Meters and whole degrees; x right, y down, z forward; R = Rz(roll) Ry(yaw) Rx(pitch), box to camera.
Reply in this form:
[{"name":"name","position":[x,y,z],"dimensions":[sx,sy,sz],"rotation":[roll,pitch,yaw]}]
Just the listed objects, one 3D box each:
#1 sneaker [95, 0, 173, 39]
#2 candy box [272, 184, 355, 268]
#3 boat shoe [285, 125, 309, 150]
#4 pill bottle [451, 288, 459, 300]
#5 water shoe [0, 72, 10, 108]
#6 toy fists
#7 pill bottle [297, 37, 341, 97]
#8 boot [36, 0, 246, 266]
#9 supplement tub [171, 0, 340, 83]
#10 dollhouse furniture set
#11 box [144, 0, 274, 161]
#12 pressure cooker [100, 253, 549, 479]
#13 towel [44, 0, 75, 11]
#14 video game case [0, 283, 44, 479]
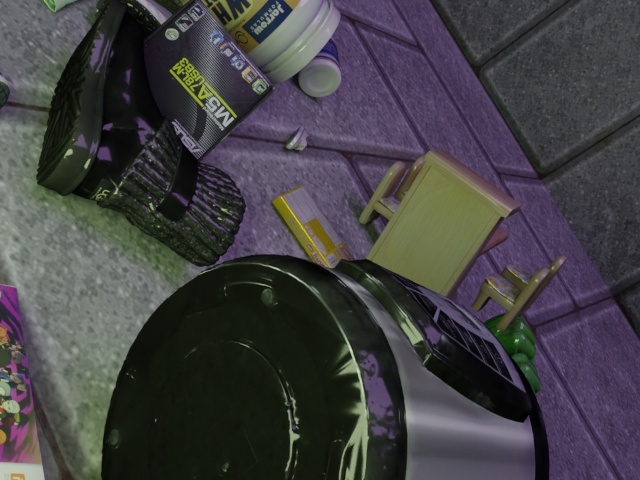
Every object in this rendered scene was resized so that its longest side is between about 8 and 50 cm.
[{"name":"sneaker","position":[-0.238,-0.313,1.342],"dimensions":[0.271,0.100,0.108],"rotation":[44,23,-20]},{"name":"candy box","position":[0.000,0.000,1.441],"dimensions":[0.206,0.027,0.105],"rotation":[56,23,1]},{"name":"boat shoe","position":[-0.041,-0.192,1.590],"dimensions":[0.035,0.035,0.100],"rotation":[46,21,-11]},{"name":"pill bottle","position":[0.254,0.072,1.726],"dimensions":[0.067,0.067,0.120],"rotation":[40,31,-27]},{"name":"water shoe","position":[-0.450,-0.194,0.912],"dimensions":[0.080,0.073,0.203],"rotation":[45,15,32]},{"name":"toy fists","position":[0.361,0.250,1.612],"dimensions":[0.096,0.142,0.279],"rotation":[45,29,-18]},{"name":"pill bottle","position":[-0.006,-0.402,1.816],"dimensions":[0.094,0.094,0.169],"rotation":[35,33,-34]},{"name":"boot","position":[-0.228,-0.146,1.118],"dimensions":[0.260,0.131,0.348],"rotation":[26,48,-32]},{"name":"supplement tub","position":[-0.137,-0.470,1.534],"dimensions":[0.316,0.228,0.228],"rotation":[41,30,-25]},{"name":"dollhouse furniture set","position":[0.272,-0.034,1.544],"dimensions":[0.362,0.256,0.394],"rotation":[39,26,17]},{"name":"box","position":[-0.197,-0.243,1.260],"dimensions":[0.184,0.045,0.191],"rotation":[-46,104,-19]},{"name":"pressure cooker","position":[0.030,0.222,0.878],"dimensions":[0.420,0.375,0.370],"rotation":[22,66,-48]},{"name":"towel","position":[-0.387,-0.526,1.289],"dimensions":[0.248,0.038,0.325],"rotation":[60,35,-21]},{"name":"video game case","position":[-0.347,0.120,0.684],"dimensions":[0.210,0.042,0.232],"rotation":[18,38,-42]}]
